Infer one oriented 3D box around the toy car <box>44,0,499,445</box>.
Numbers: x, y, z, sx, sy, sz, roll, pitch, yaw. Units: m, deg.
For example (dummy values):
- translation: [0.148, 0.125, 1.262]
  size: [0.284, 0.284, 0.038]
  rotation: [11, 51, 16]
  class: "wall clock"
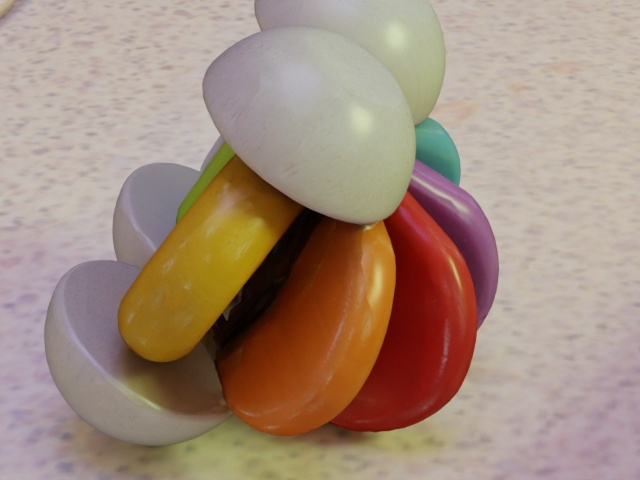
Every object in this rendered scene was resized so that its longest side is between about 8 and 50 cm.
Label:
- translation: [0.000, 0.000, 0.629]
  size: [0.136, 0.159, 0.182]
  rotation: [34, 28, -7]
  class: "toy car"
